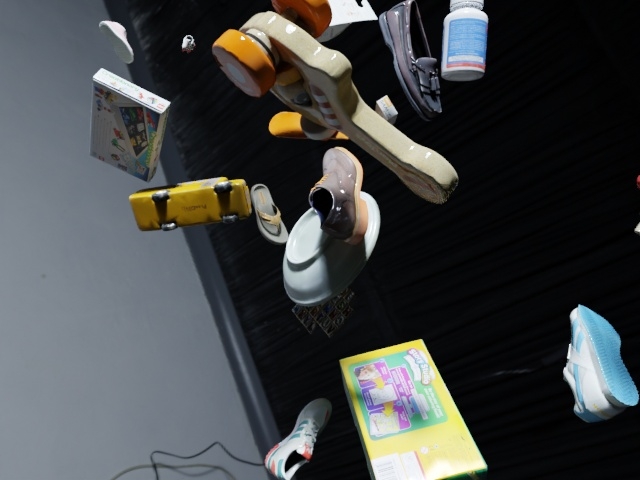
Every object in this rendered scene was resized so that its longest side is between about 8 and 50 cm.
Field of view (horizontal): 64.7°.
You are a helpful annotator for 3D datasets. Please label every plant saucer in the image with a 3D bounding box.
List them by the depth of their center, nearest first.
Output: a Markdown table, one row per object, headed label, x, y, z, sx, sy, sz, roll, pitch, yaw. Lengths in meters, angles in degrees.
| label | x | y | z | sx | sy | sz | roll | pitch | yaw |
| --- | --- | --- | --- | --- | --- | --- | --- | --- | --- |
| plant saucer | 0.000 | 0.000 | 1.539 | 0.100 | 0.400 | 0.401 | 35 | 39 | -30 |

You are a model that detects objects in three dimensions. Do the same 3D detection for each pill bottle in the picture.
| label | x | y | z | sx | sy | sz | roll | pitch | yaw |
| --- | --- | --- | --- | --- | --- | --- | --- | --- | --- |
| pill bottle | 0.413 | -0.581 | 1.447 | 0.124 | 0.124 | 0.222 | -6 | 101 | -55 |

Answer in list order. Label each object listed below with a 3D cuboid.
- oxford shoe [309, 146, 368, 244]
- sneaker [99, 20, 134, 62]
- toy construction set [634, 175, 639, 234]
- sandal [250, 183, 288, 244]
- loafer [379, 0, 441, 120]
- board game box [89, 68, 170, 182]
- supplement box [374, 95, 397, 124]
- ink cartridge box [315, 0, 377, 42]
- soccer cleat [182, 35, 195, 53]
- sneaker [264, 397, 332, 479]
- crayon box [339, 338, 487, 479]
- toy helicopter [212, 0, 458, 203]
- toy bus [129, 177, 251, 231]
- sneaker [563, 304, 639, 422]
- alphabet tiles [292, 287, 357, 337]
| label | x | y | z | sx | sy | sz | roll | pitch | yaw |
| --- | --- | --- | --- | --- | --- | --- | --- | --- | --- |
| oxford shoe | 0.038 | -0.151 | 1.417 | 0.132 | 0.130 | 0.364 | 15 | 40 | -24 |
| sneaker | -0.598 | -0.601 | 1.524 | 0.134 | 0.051 | 0.070 | 53 | 26 | -12 |
| toy construction set | 0.680 | -0.101 | 0.828 | 0.257 | 0.237 | 0.309 | 35 | -2 | 15 |
| sandal | -0.165 | -0.090 | 1.660 | 0.090 | 0.060 | 0.219 | -13 | 81 | -31 |
| loafer | 0.237 | -0.448 | 1.245 | 0.109 | 0.095 | 0.303 | -11 | 78 | -51 |
| board game box | -0.543 | -0.309 | 1.421 | 0.193 | 0.305 | 0.053 | 26 | 50 | -9 |
| supplement box | 0.188 | -0.366 | 1.453 | 0.062 | 0.036 | 0.098 | 59 | 1 | 5 |
| ink cartridge box | 0.014 | -0.501 | 1.106 | 0.179 | 0.045 | 0.145 | -14 | 63 | -16 |
| soccer cleat | -0.318 | -0.480 | 1.223 | 0.029 | 0.036 | 0.083 | 15 | 31 | -15 |
| sneaker | -0.024 | 0.354 | 0.892 | 0.161 | 0.075 | 0.057 | -45 | 110 | -21 |
| crayon box | 0.145 | 0.307 | 0.865 | 0.278 | 0.165 | 0.081 | -109 | -172 | -56 |
| toy helicopter | 0.030 | -0.164 | 0.688 | 0.355 | 0.140 | 0.235 | 39 | -11 | 6 |
| toy bus | -0.360 | -0.104 | 1.422 | 0.130 | 0.332 | 0.108 | -77 | 158 | -69 |
| sneaker | 0.465 | 0.204 | 0.879 | 0.087 | 0.092 | 0.229 | 29 | 38 | -3 |
| alphabet tiles | 0.017 | 0.220 | 1.698 | 0.009 | 0.198 | 0.237 | 43 | -1 | -36 |
